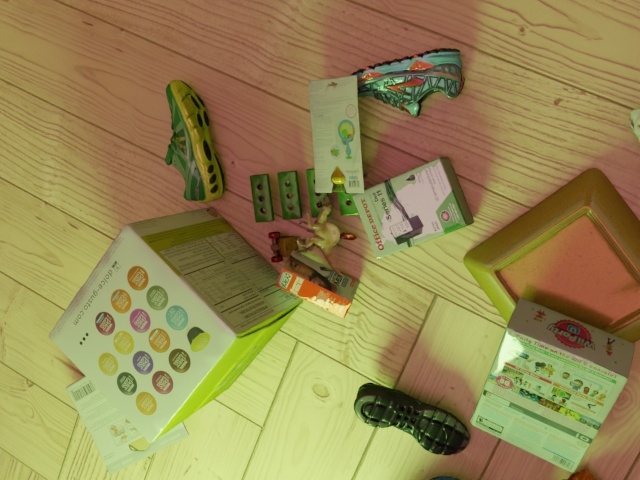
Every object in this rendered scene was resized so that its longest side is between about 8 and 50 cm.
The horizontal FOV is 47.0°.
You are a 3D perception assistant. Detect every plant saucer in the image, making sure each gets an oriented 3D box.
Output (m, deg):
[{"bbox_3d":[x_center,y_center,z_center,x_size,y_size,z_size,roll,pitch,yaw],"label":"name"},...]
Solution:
[{"bbox_3d":[0.496,0.082,1.442,0.333,0.081,0.333,-38,82,22],"label":"plant saucer"}]

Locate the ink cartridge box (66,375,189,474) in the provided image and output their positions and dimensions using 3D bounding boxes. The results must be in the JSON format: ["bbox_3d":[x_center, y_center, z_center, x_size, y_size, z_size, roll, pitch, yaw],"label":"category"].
[{"bbox_3d":[-0.485,0.428,1.894,0.296,0.066,0.261,-30,86,23],"label":"ink cartridge box"}]

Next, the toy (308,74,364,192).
[{"bbox_3d":[0.045,-0.219,1.547,0.137,0.056,0.237,4,98,43],"label":"toy"}]

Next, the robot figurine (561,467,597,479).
[{"bbox_3d":[0.563,0.610,1.437,0.291,0.211,0.085,56,135,10],"label":"robot figurine"}]

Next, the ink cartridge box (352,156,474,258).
[{"bbox_3d":[0.192,-0.067,1.539,0.208,0.087,0.153,-23,88,24],"label":"ink cartridge box"}]

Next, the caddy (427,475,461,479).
[{"bbox_3d":[0.219,0.662,1.552,0.241,0.179,0.341,51,121,19],"label":"caddy"}]

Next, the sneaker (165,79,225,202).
[{"bbox_3d":[-0.316,-0.228,1.710,0.123,0.109,0.295,-14,93,19],"label":"sneaker"}]

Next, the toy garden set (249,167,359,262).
[{"bbox_3d":[-0.025,-0.059,1.650,0.244,0.049,0.204,-4,100,18],"label":"toy garden set"}]

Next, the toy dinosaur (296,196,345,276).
[{"bbox_3d":[0.000,0.000,1.600,0.092,0.053,0.183,-6,100,17],"label":"toy dinosaur"}]

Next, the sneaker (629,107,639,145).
[{"bbox_3d":[0.638,-0.169,1.349,0.152,0.114,0.305,15,99,34],"label":"sneaker"}]

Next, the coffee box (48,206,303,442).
[{"bbox_3d":[-0.307,0.170,1.638,0.334,0.338,0.338,43,111,10],"label":"coffee box"}]

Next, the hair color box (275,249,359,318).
[{"bbox_3d":[-0.005,0.095,1.614,0.167,0.093,0.053,25,119,1],"label":"hair color box"}]

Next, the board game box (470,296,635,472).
[{"bbox_3d":[0.437,0.283,1.418,0.224,0.097,0.303,23,134,17],"label":"board game box"}]

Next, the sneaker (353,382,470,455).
[{"bbox_3d":[0.201,0.375,1.599,0.267,0.106,0.101,25,102,-4],"label":"sneaker"}]

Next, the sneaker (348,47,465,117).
[{"bbox_3d":[0.164,-0.309,1.509,0.262,0.104,0.125,-9,97,24],"label":"sneaker"}]
